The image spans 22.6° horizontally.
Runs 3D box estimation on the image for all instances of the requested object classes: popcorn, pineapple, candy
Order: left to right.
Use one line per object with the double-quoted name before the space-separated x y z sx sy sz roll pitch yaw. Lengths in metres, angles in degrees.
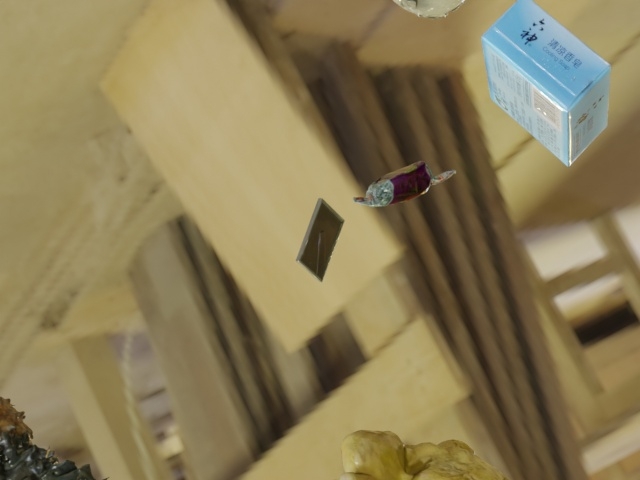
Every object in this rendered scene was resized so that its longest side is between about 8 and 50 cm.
"pineapple" -0.335 0.247 1.752 0.128 0.248 0.128 -26 127 -41
"candy" 0.105 -0.071 2.034 0.045 0.043 0.175 -5 -169 44
"popcorn" 0.090 0.271 1.406 0.190 0.191 0.253 13 -178 30

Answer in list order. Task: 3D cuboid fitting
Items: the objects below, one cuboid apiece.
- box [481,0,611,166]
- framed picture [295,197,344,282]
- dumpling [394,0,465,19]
"box" 0.281 -0.195 1.988 0.083 0.142 0.232 -47 163 -3
"framed picture" 0.000 0.000 2.004 0.006 0.089 0.066 9 160 33
"dumpling" 0.133 -0.395 2.211 0.142 0.172 0.247 -30 166 -14
